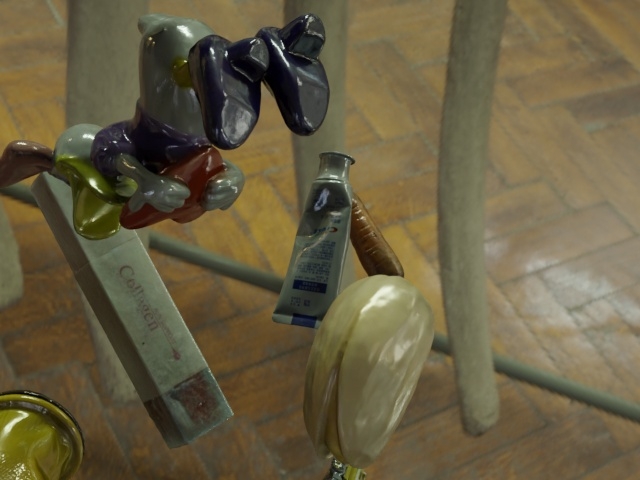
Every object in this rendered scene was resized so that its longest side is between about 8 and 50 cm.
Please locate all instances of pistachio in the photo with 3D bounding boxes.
[{"bbox_3d":[0.040,0.128,1.066,0.117,0.145,0.201,20,77,33],"label":"pistachio"}]

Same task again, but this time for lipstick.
[{"bbox_3d":[-0.236,0.075,1.289,0.076,0.079,0.372,-29,91,-30],"label":"lipstick"}]

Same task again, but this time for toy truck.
[{"bbox_3d":[0.031,0.365,1.523,0.062,0.052,0.123,27,17,1],"label":"toy truck"}]

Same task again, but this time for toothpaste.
[{"bbox_3d":[0.000,0.000,1.538,0.096,0.061,0.266,6,73,18],"label":"toothpaste"}]

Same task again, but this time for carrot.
[{"bbox_3d":[0.065,-0.023,1.713,0.059,0.059,0.248,-17,67,-29],"label":"carrot"}]

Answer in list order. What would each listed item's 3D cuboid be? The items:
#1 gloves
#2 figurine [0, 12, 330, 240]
[{"bbox_3d":[-0.304,0.257,0.912,0.133,0.116,0.294,-18,21,12],"label":"gloves"},{"bbox_3d":[-0.169,-0.108,1.014,0.154,0.421,0.193,-12,76,-46],"label":"figurine"}]
